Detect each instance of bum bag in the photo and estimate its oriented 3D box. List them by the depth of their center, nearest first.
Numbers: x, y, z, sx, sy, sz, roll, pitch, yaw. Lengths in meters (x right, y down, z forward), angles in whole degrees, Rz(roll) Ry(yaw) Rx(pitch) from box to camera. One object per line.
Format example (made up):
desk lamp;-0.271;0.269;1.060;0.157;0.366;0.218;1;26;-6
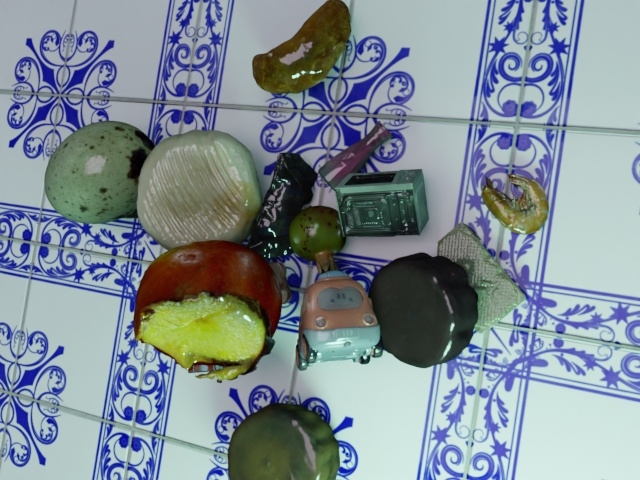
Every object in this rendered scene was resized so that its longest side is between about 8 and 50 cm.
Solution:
bum bag;-0.101;-0.088;1.962;0.074;0.137;0.310;30;101;64

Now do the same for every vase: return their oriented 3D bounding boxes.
vase;0.098;-0.227;1.910;0.214;0.086;0.086;-42;71;9

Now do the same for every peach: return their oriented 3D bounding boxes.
peach;-0.280;0.163;1.791;0.416;0.339;0.353;21;78;56

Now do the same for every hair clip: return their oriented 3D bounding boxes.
hair clip;-0.157;0.137;2.008;0.138;0.102;0.123;-37;67;50

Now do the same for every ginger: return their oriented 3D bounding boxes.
ginger;-0.035;-0.506;1.946;0.321;0.165;0.172;-34;81;11

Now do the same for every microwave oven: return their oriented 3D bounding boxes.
microwave oven;0.158;-0.091;1.819;0.208;0.122;0.162;-1;113;23

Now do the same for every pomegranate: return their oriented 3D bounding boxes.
pomegranate;0.000;0.000;1.887;0.159;0.159;0.205;-23;65;19

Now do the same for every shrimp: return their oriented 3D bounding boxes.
shrimp;0.478;-0.099;1.758;0.187;0.051;0.132;42;89;13

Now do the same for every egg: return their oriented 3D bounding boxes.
egg;-0.647;-0.193;2.107;0.379;0.287;0.288;-35;73;28

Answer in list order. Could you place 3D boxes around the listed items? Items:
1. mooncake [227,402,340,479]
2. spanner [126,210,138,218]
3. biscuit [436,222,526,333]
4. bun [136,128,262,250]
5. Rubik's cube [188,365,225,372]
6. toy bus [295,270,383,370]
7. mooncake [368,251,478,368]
mooncake;-0.092;0.568;1.869;0.290;0.161;0.291;-3;83;24
spanner;-0.528;-0.084;2.186;0.325;0.026;0.093;2;85;24
biscuit;0.378;0.091;1.775;0.150;0.052;0.252;-41;71;15
bun;-0.335;-0.133;2.006;0.364;0.219;0.366;1;97;6
Rubik's cube;-0.317;0.325;2.023;0.092;0.092;0.092;-9;81;22
toy bus;0.038;0.200;1.792;0.194;0.288;0.232;-1;71;-9
mooncake;0.253;0.169;1.748;0.283;0.141;0.283;8;101;45
